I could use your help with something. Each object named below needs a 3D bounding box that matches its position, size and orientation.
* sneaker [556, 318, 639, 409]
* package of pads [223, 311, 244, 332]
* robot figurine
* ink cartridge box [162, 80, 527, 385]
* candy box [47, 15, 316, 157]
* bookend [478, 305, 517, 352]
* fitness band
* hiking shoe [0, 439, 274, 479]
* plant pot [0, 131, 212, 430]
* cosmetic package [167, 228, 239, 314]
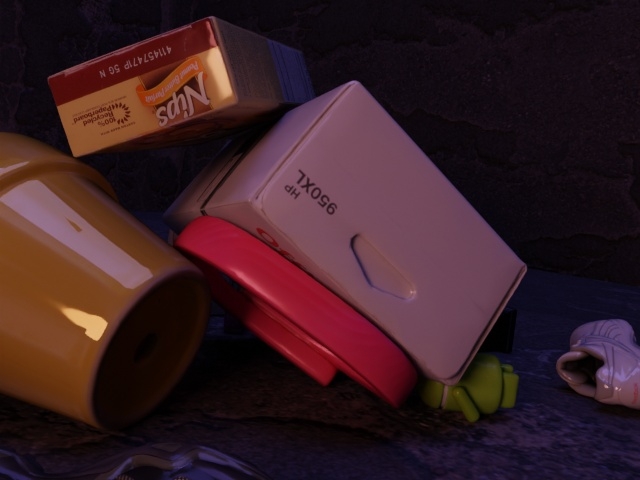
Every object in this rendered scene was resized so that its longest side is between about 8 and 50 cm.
[{"bbox_3d":[0.367,0.156,0.829,0.115,0.090,0.232,2,5,2],"label":"sneaker"},{"bbox_3d":[-0.127,0.111,0.971,0.032,0.050,0.083,6,5,4],"label":"package of pads"},{"bbox_3d":[0.159,0.158,0.695,0.115,0.067,0.101,5,14,1],"label":"robot figurine"},{"bbox_3d":[0.000,0.000,0.759,0.285,0.166,0.395,43,-17,-19],"label":"ink cartridge box"},{"bbox_3d":[-0.132,-0.168,0.720,0.183,0.087,0.316,-14,8,15],"label":"candy box"},{"bbox_3d":[0.201,0.129,1.006,0.157,0.072,0.156,2,7,-26],"label":"bookend"},{"bbox_3d":[-0.029,0.079,0.656,0.291,0.054,0.209,35,-19,6],"label":"fitness band"},{"bbox_3d":[-0.127,0.170,0.325,0.227,0.086,0.114,0,19,0],"label":"hiking shoe"},{"bbox_3d":[-0.249,0.053,0.596,0.239,0.253,0.254,25,12,20],"label":"plant pot"},{"bbox_3d":[-0.185,0.046,1.180,0.153,0.129,0.296,1,7,-28],"label":"cosmetic package"}]
